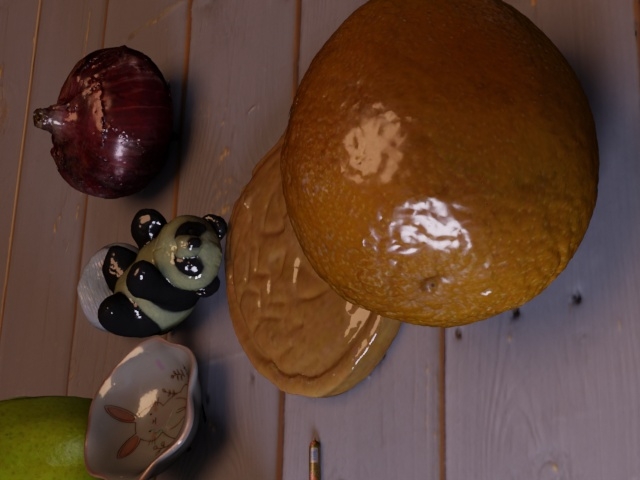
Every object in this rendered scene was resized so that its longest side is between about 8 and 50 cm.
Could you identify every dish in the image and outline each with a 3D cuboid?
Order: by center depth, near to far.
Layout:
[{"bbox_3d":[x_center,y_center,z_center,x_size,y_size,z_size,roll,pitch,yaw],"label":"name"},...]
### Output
[{"bbox_3d":[-0.227,0.249,1.729,0.229,0.081,0.229,-25,49,31],"label":"dish"}]

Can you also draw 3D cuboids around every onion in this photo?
[{"bbox_3d":[-0.347,-0.189,1.960,0.252,0.219,0.252,-16,70,54],"label":"onion"}]

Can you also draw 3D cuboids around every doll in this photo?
[{"bbox_3d":[-0.224,0.047,1.754,0.234,0.135,0.143,-50,30,40],"label":"doll"}]

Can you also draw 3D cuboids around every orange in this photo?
[{"bbox_3d":[0.122,-0.094,1.281,0.322,0.322,0.357,-27,44,42],"label":"orange"}]

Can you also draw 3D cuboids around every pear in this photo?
[{"bbox_3d":[-0.459,0.392,1.791,0.342,0.318,0.238,-58,35,19],"label":"pear"}]

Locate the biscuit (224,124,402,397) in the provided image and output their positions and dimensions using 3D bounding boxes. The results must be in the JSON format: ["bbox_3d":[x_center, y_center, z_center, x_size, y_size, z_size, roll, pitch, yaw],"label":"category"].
[{"bbox_3d":[-0.002,-0.001,1.588,0.365,0.062,0.385,-55,41,19],"label":"biscuit"}]

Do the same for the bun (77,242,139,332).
[{"bbox_3d":[-0.304,0.074,1.912,0.141,0.083,0.141,-10,73,36],"label":"bun"}]

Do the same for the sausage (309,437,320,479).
[{"bbox_3d":[-0.007,0.289,1.512,0.015,0.015,0.100,-24,59,44],"label":"sausage"}]
